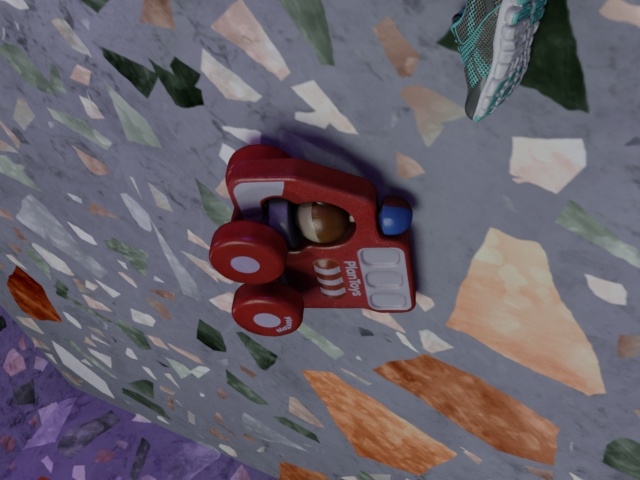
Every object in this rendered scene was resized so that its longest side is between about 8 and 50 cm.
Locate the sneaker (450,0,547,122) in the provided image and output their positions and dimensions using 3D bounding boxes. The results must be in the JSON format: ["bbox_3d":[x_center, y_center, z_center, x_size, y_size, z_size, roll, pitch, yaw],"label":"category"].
[{"bbox_3d":[0.155,-0.184,0.739,0.076,0.065,0.166,40,150,23],"label":"sneaker"}]

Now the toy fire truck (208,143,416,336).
[{"bbox_3d":[0.000,0.000,1.066,0.254,0.169,0.302,-1,141,9],"label":"toy fire truck"}]
